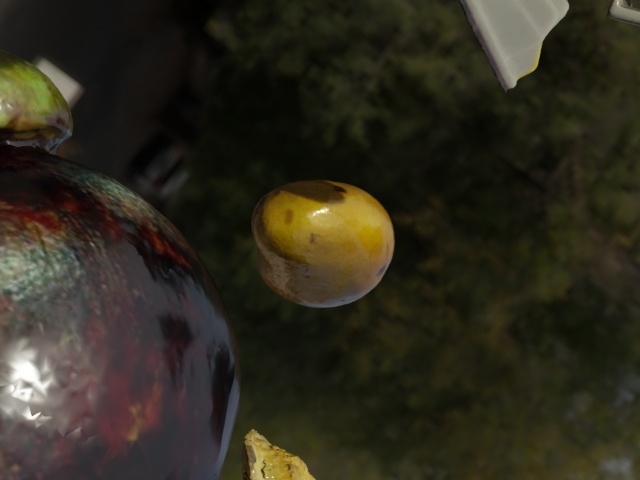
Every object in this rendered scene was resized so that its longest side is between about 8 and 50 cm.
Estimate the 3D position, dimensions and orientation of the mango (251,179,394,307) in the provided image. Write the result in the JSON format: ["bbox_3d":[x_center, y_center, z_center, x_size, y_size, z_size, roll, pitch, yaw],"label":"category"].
[{"bbox_3d":[0.003,0.000,1.617,0.178,0.115,0.090,84,-3,-69],"label":"mango"}]

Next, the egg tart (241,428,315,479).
[{"bbox_3d":[-0.028,0.211,1.635,0.049,0.129,0.129,-18,-178,10],"label":"egg tart"}]

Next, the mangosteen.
[{"bbox_3d":[-0.208,0.057,1.055,0.306,0.359,0.306,-28,171,-5],"label":"mangosteen"}]

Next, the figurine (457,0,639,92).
[{"bbox_3d":[0.201,-0.239,1.280,0.308,0.308,0.143,-54,171,11],"label":"figurine"}]
